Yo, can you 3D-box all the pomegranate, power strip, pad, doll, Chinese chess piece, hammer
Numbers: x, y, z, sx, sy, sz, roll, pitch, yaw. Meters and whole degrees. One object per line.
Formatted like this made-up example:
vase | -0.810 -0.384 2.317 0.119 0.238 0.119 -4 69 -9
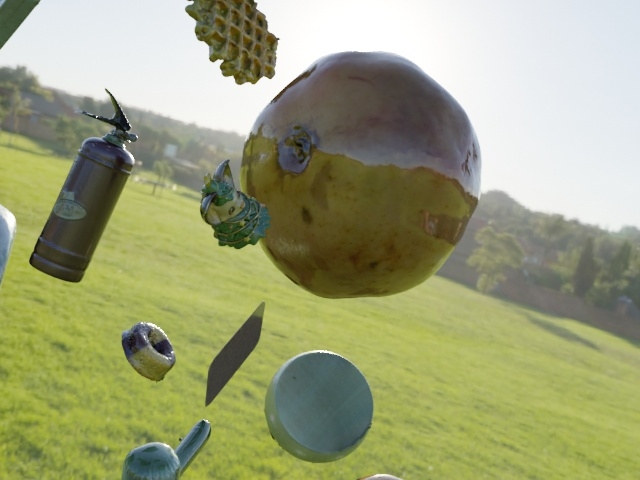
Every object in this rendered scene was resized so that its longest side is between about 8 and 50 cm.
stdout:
pomegranate | 0.069 -0.096 1.237 0.411 0.411 0.411 14 4 -1
power strip | -0.626 -0.404 1.445 0.053 0.288 0.093 32 34 -38
pad | -0.209 0.278 1.864 0.002 0.176 0.266 24 42 15
doll | -0.123 -0.043 0.914 0.076 0.078 0.113 -4 -34 40
Chinese chess piece | -0.005 0.526 2.385 0.349 0.349 0.146 13 -28 -13
hammer | -0.322 0.484 1.639 0.119 0.206 0.335 17 21 10

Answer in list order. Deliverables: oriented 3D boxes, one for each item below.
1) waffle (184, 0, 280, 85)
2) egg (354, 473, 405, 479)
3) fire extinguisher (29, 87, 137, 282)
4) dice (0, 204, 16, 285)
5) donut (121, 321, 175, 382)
waffle | -0.164 -0.435 1.503 0.056 0.249 0.253 -16 -60 39
egg | 0.152 0.657 1.782 0.244 0.201 0.201 19 6 36
fire extinguisher | -0.425 -0.103 1.360 0.138 0.344 0.102 23 1 -38
dice | -0.857 0.066 1.591 0.348 0.328 0.330 15 -22 -22
donut | -0.373 0.238 1.645 0.140 0.059 0.140 46 12 -13
